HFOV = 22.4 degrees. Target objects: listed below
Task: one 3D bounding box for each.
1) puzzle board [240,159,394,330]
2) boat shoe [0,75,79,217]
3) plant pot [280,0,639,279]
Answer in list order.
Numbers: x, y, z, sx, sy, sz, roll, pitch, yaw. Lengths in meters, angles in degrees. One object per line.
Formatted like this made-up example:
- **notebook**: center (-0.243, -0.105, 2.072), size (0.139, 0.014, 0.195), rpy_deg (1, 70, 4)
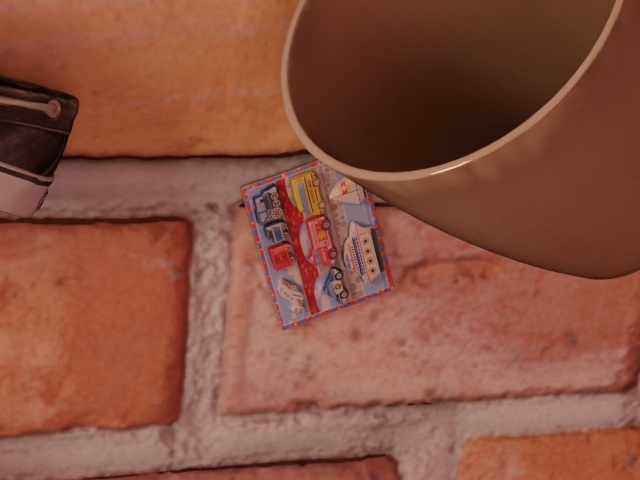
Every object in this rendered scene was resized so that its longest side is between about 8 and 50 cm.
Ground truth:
- **puzzle board**: center (0.000, 0.000, 1.234), size (0.096, 0.011, 0.128), rpy_deg (-20, 118, -9)
- **boat shoe**: center (-0.295, -0.110, 1.029), size (0.306, 0.113, 0.105), rpy_deg (22, 98, -28)
- **plant pot**: center (0.155, -0.089, 1.134), size (0.256, 0.256, 0.274), rpy_deg (-45, 135, 5)
